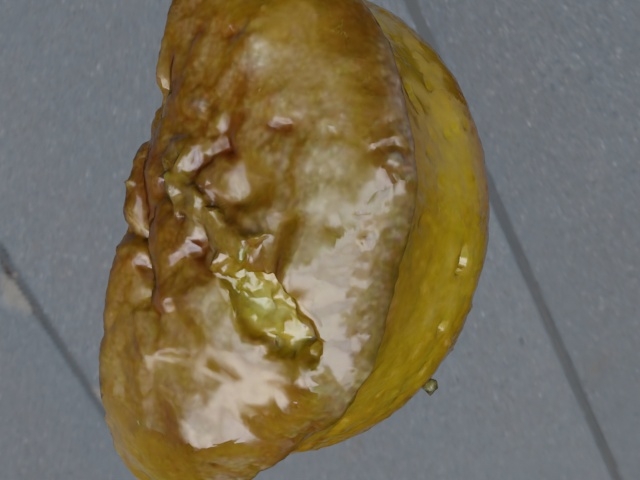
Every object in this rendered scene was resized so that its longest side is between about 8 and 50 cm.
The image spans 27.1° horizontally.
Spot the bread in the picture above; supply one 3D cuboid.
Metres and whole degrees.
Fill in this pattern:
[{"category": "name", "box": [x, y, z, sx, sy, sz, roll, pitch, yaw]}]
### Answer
[{"category": "bread", "box": [0.000, 0.000, 0.793, 0.179, 0.194, 0.340, 14, 94, 33]}]
